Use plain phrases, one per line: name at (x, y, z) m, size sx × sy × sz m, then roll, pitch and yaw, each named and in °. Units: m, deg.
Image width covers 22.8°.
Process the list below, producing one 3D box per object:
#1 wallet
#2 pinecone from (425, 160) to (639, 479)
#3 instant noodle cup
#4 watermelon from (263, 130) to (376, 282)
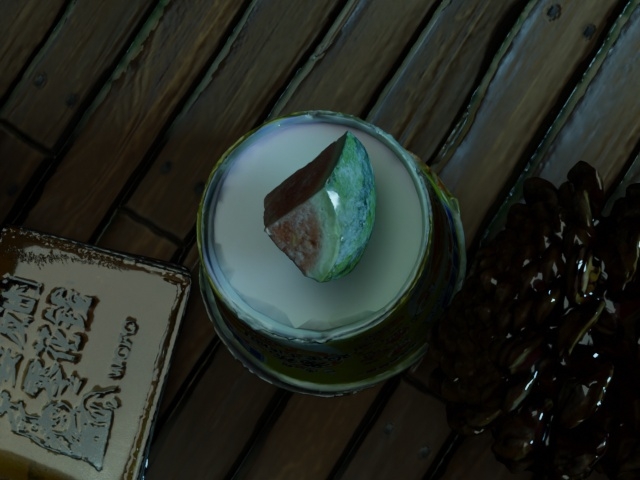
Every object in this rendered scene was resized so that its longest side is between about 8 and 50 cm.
wallet at (-0.191, 0.094, 1.172) m, size 0.161 × 0.042 × 0.195 m, roll 14°, pitch 82°, yaw 9°
pinecone at (0.186, 0.065, 1.059) m, size 0.222 × 0.221 × 0.221 m, roll -1°, pitch 80°, yaw 6°
instant noodle cup at (0.000, 0.000, 1.113) m, size 0.205 × 0.153 × 0.204 m, roll -1°, pitch 78°, yaw 6°
watermelon at (0.000, -0.025, 0.996) m, size 0.072 × 0.084 × 0.092 m, roll 7°, pitch 101°, yaw -2°
